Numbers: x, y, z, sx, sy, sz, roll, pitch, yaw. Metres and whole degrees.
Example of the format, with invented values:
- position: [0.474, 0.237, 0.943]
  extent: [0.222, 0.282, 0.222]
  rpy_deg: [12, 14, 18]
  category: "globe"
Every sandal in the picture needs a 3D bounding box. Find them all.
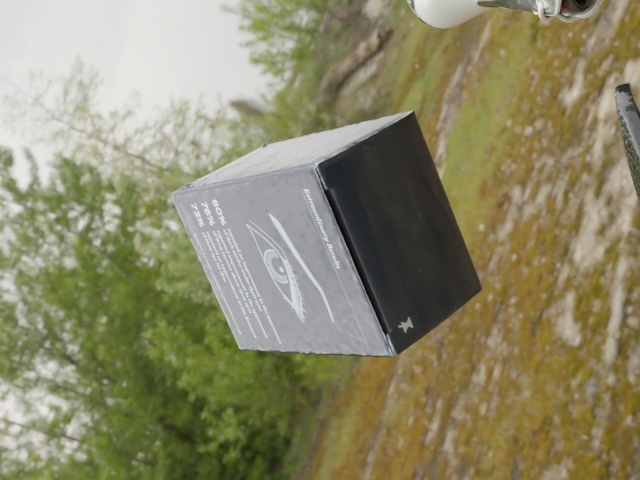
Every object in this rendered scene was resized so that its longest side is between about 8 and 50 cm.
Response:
- position: [0.197, -0.031, 0.538]
  extent: [0.179, 0.040, 0.067]
  rpy_deg: [-92, -20, -56]
  category: "sandal"

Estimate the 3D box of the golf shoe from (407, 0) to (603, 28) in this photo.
- position: [0.169, -0.229, 0.840]
  extent: [0.273, 0.105, 0.120]
  rpy_deg: [-28, 76, 57]
  category: "golf shoe"

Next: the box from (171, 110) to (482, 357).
- position: [0.000, 0.000, 0.779]
  extent: [0.108, 0.153, 0.207]
  rpy_deg: [-32, 17, -35]
  category: "box"
